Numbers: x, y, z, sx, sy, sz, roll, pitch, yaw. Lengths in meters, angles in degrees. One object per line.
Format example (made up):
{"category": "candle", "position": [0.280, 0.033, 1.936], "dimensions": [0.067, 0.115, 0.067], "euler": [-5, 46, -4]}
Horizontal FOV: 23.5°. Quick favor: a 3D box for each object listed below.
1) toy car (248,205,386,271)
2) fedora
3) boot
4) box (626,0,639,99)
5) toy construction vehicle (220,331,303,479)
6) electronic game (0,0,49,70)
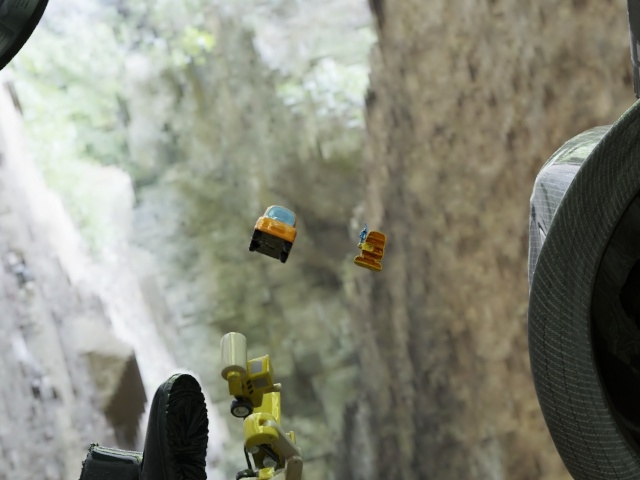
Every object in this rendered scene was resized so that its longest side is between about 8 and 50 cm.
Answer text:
{"category": "toy car", "position": [0.000, 0.000, 1.229], "dimensions": [0.060, 0.122, 0.041], "euler": [67, 39, -65]}
{"category": "fedora", "position": [0.191, 0.025, 0.800], "dimensions": [0.275, 0.244, 0.124], "euler": [48, -10, -26]}
{"category": "boot", "position": [-0.126, 0.154, 1.082], "dimensions": [0.045, 0.099, 0.121], "euler": [-3, 89, -52]}
{"category": "box", "position": [0.270, -0.105, 0.974], "dimensions": [0.184, 0.045, 0.191], "euler": [44, -12, 30]}
{"category": "toy construction vehicle", "position": [-0.024, 0.097, 0.742], "dimensions": [0.086, 0.035, 0.098], "euler": [-94, 175, -50]}
{"category": "electronic game", "position": [-0.330, -0.225, 1.388], "dimensions": [0.048, 0.229, 0.229], "euler": [38, 29, -52]}
